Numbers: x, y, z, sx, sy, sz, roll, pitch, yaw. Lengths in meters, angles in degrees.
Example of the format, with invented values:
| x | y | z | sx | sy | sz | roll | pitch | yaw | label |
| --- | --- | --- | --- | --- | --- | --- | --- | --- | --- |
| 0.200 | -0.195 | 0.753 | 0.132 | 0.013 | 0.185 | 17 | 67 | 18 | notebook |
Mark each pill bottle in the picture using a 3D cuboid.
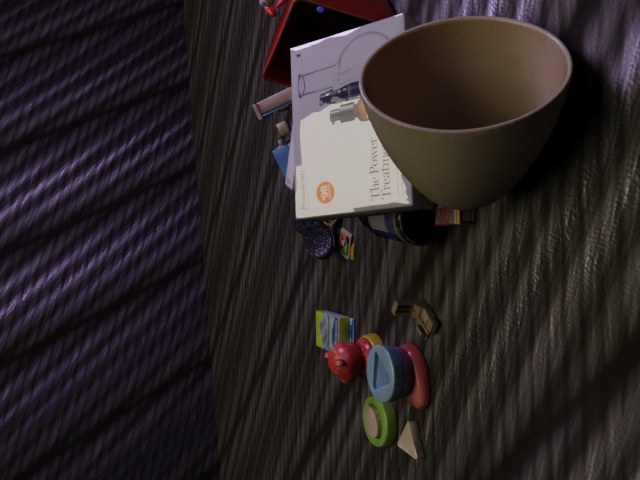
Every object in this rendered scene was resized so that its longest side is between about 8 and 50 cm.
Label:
| x | y | z | sx | sy | sz | roll | pitch | yaw | label |
| --- | --- | --- | --- | --- | --- | --- | --- | --- | --- |
| 0.172 | -0.061 | 1.436 | 0.219 | 0.122 | 0.123 | -163 | 74 | -65 | pill bottle |

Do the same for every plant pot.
| x | y | z | sx | sy | sz | roll | pitch | yaw | label |
| --- | --- | --- | --- | --- | --- | --- | --- | --- | --- |
| 0.020 | -0.547 | 1.629 | 0.267 | 0.267 | 0.236 | 126 | 149 | -52 | plant pot |

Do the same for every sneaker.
| x | y | z | sx | sy | sz | roll | pitch | yaw | label |
| --- | --- | --- | --- | --- | --- | --- | --- | --- | --- |
| 0.000 | 0.000 | 1.885 | 0.097 | 0.084 | 0.235 | 52 | -177 | -34 | sneaker |

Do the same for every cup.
| x | y | z | sx | sy | sz | roll | pitch | yaw | label |
| --- | --- | --- | --- | --- | --- | --- | --- | --- | --- |
| 0.245 | -0.193 | 1.103 | 0.331 | 0.331 | 0.237 | -118 | 9 | -45 | cup |

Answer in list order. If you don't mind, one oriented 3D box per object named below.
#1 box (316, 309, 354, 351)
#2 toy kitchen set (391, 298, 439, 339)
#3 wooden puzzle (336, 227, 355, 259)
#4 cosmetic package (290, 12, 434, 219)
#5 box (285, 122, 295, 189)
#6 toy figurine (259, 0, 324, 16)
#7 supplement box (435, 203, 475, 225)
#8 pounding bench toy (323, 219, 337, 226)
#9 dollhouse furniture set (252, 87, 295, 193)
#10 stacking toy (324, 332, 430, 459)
| x | y | z | sx | sy | sz | roll | pitch | yaw | label |
| --- | --- | --- | --- | --- | --- | --- | --- | --- | --- |
| 0.039 | 0.261 | 1.833 | 0.178 | 0.042 | 0.109 | -177 | 86 | -66 | box |
| 0.204 | 0.182 | 1.425 | 0.083 | 0.075 | 0.068 | -116 | 33 | -51 | toy kitchen set |
| 0.067 | 0.008 | 1.799 | 0.116 | 0.014 | 0.079 | -150 | 63 | -63 | wooden puzzle |
| 0.079 | -0.238 | 1.332 | 0.284 | 0.097 | 0.377 | -6 | 84 | 38 | cosmetic package |
| 0.046 | -0.280 | 1.577 | 0.058 | 0.232 | 0.322 | -136 | 51 | -57 | box |
| 0.008 | -0.712 | 1.833 | 0.217 | 0.191 | 0.362 | 54 | 141 | 4 | toy figurine |
| 0.272 | -0.057 | 1.309 | 0.083 | 0.043 | 0.055 | -179 | 88 | -65 | supplement box |
| 0.031 | -0.090 | 1.830 | 0.083 | 0.065 | 0.052 | -52 | 24 | -9 | pounding bench toy |
| -0.032 | -0.317 | 1.948 | 0.286 | 0.198 | 0.303 | -72 | -42 | -73 | dollhouse furniture set |
| 0.124 | 0.371 | 1.543 | 0.309 | 0.130 | 0.280 | 170 | 99 | -66 | stacking toy |
